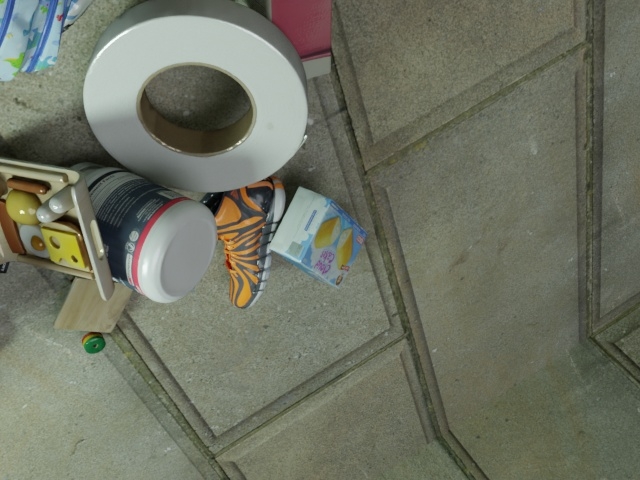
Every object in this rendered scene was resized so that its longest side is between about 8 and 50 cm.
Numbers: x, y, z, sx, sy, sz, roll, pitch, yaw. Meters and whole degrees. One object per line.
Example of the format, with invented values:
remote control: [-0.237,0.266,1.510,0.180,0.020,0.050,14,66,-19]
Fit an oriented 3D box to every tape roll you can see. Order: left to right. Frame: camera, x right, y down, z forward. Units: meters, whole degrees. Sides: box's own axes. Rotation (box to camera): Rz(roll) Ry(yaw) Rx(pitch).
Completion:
tape roll: [-0.212,-0.244,1.482,0.392,0.072,0.392,-1,137,-1]

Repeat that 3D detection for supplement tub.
supplement tub: [-0.342,-0.020,1.527,0.191,0.272,0.191,-45,148,-40]

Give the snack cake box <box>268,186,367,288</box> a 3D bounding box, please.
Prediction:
snack cake box: [0.000,0.000,1.890,0.152,0.089,0.264,-64,155,-6]

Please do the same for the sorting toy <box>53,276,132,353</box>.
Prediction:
sorting toy: [-0.471,0.116,1.762,0.132,0.046,0.274,10,120,-41]

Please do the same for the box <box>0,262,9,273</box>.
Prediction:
box: [-0.642,0.005,1.549,0.162,0.029,0.116,4,124,-40]

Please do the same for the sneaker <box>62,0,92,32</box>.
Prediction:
sneaker: [-0.395,-0.396,1.341,0.237,0.085,0.086,-40,113,6]

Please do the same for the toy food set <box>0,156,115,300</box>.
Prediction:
toy food set: [-0.493,-0.017,1.431,0.092,0.306,0.219,-46,138,-46]

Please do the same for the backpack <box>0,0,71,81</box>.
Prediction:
backpack: [-0.458,-0.382,1.147,0.273,0.290,0.355,-2,128,-57]

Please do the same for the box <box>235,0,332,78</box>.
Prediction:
box: [-0.067,-0.414,1.504,0.127,0.148,0.232,-21,137,-21]

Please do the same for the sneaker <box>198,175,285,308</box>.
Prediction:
sneaker: [-0.199,0.002,1.823,0.180,0.124,0.321,-1,116,-31]
